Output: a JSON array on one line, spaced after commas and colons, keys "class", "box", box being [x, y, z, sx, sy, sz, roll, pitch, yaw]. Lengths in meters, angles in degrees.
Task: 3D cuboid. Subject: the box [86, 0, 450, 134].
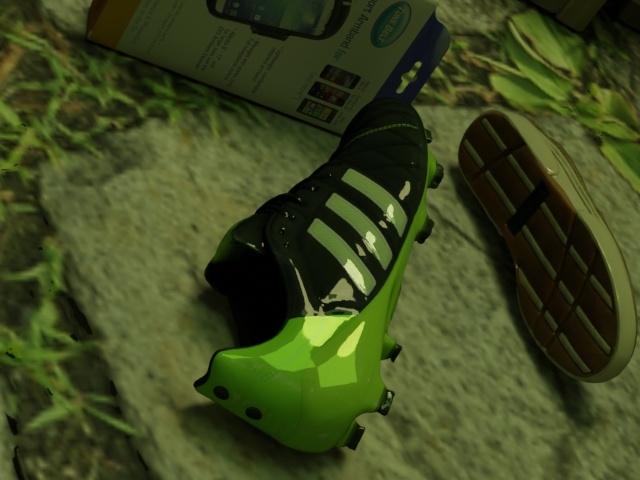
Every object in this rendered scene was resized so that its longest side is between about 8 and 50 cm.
[{"class": "box", "box": [-0.017, -0.093, 0.788, 0.136, 0.081, 0.028, 18, 42, -21]}]

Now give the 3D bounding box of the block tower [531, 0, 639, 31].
[{"class": "block tower", "box": [0.173, -0.149, 0.974, 0.335, 0.091, 0.097, 27, 39, -12]}]

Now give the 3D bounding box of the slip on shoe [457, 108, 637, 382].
[{"class": "slip on shoe", "box": [0.101, 0.002, 0.808, 0.041, 0.051, 0.135, 15, 36, -41]}]

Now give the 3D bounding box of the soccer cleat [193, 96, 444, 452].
[{"class": "soccer cleat", "box": [0.000, 0.000, 0.726, 0.072, 0.060, 0.179, 25, 43, -11]}]
